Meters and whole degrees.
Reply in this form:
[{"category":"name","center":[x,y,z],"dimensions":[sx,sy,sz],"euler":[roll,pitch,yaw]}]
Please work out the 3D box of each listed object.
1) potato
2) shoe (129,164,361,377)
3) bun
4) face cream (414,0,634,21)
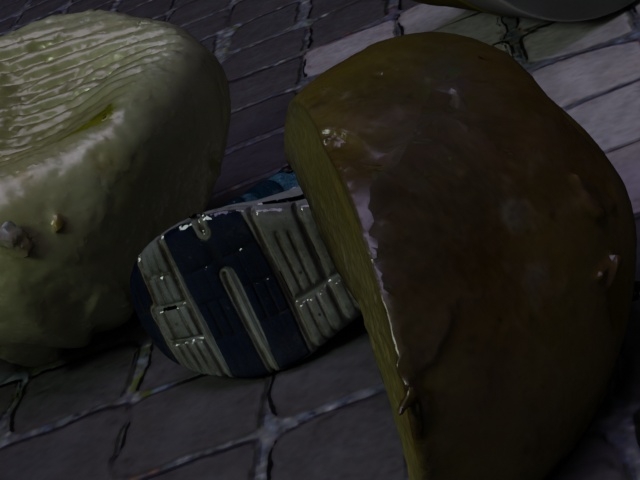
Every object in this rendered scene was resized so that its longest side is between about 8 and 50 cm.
[{"category":"potato","center":[0.069,-0.007,0.626],"dimensions":[0.138,0.098,0.243],"euler":[-13,48,-8]},{"category":"shoe","center":[0.000,0.000,0.790],"dimensions":[0.207,0.091,0.106],"euler":[-24,10,2]},{"category":"bun","center":[-0.174,-0.024,0.927],"dimensions":[0.259,0.160,0.259],"euler":[-9,36,7]},{"category":"face cream","center":[0.131,-0.267,1.049],"dimensions":[0.218,0.218,0.179],"euler":[-32,22,-15]}]
